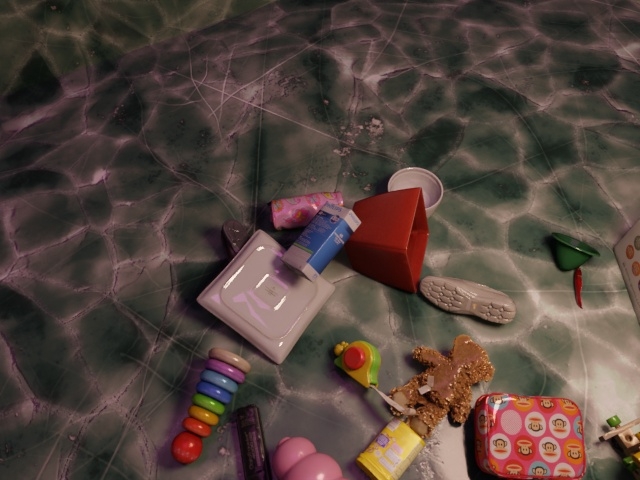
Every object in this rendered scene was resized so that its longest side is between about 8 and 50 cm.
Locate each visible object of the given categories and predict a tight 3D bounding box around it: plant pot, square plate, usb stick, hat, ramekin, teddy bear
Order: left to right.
[{"bbox_3d":[-0.192,0.619,1.477,0.077,0.045,0.278,-16,58,-1],"label":"usb stick"},{"bbox_3d":[-0.171,0.173,1.706,0.347,0.049,0.344,37,63,3],"label":"square plate"},{"bbox_3d":[0.224,-0.006,1.757,0.235,0.267,0.267,4,56,22],"label":"plant pot"},{"bbox_3d":[0.353,-0.165,1.931,0.207,0.109,0.207,-1,58,1],"label":"ramekin"},{"bbox_3d":[0.365,0.443,1.555,0.245,0.113,0.338,27,69,25],"label":"teddy bear"},{"bbox_3d":[0.864,0.093,1.803,0.172,0.184,0.208,23,19,8],"label":"hat"}]

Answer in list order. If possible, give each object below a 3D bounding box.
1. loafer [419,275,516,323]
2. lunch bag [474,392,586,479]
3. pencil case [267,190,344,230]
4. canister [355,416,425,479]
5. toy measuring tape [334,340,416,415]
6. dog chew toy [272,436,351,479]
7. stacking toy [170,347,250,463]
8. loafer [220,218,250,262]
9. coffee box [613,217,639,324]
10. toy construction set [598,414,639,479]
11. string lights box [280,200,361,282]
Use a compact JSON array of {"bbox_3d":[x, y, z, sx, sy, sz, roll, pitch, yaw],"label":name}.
[{"bbox_3d":[0.493,0.189,1.713,0.319,0.112,0.111,20,24,15],"label":"loafer"},{"bbox_3d":[0.585,0.568,1.426,0.293,0.120,0.258,7,66,-4],"label":"lunch bag"},{"bbox_3d":[-0.051,-0.110,1.902,0.284,0.124,0.124,-10,58,-4],"label":"pencil case"},{"bbox_3d":[0.202,0.609,1.457,0.126,0.073,0.170,39,64,23],"label":"canister"},{"bbox_3d":[0.169,0.393,1.542,0.121,0.121,0.330,-42,47,-22],"label":"toy measuring tape"},{"bbox_3d":[-0.011,0.670,1.358,0.206,0.207,0.332,-32,54,-18],"label":"dog chew toy"},{"bbox_3d":[-0.336,0.496,1.516,0.141,0.141,0.330,18,64,12],"label":"stacking toy"},{"bbox_3d":[-0.274,0.071,1.815,0.109,0.095,0.303,-14,70,-36],"label":"loafer"},{"bbox_3d":[1.219,0.077,1.619,0.338,0.334,0.338,-1,57,1],"label":"coffee box"},{"bbox_3d":[0.903,0.549,1.358,0.308,0.257,0.237,-37,49,19],"label":"toy construction set"},{"bbox_3d":[0.000,0.000,1.683,0.260,0.077,0.133,-51,40,-11],"label":"string lights box"}]
